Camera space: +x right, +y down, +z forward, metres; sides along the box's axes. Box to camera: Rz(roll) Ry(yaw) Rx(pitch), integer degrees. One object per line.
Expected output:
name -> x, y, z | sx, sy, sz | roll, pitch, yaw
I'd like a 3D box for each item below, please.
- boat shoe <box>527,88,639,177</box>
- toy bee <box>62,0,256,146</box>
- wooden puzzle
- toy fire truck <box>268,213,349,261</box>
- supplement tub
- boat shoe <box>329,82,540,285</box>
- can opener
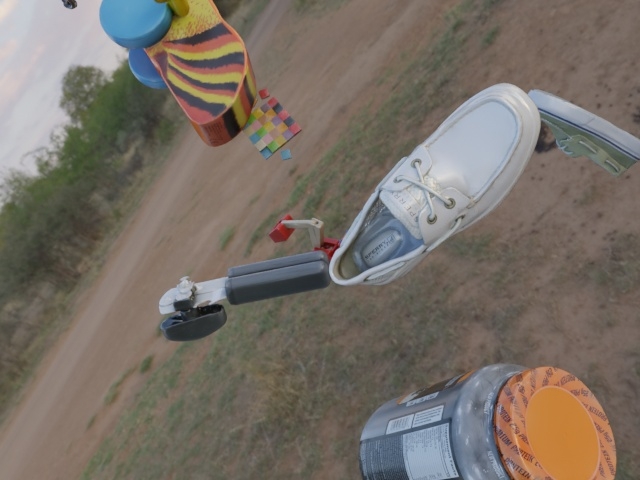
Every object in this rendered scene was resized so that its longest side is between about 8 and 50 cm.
boat shoe -> 0.540, -0.214, 1.175 | 0.094, 0.302, 0.109 | -62, 17, 22
toy bee -> -0.153, -0.249, 0.590 | 0.162, 0.298, 0.195 | -43, 6, -7
wooden puzzle -> -0.054, -0.120, 0.603 | 0.049, 0.083, 0.006 | -39, -11, 0
toy fire truck -> 0.000, 0.000, 1.119 | 0.192, 0.135, 0.047 | -15, 31, 48
supplement tub -> 0.201, 0.276, 0.747 | 0.316, 0.194, 0.193 | -43, 20, 54
boat shoe -> 0.104, -0.037, 0.581 | 0.096, 0.098, 0.277 | -19, -27, -50
can opener -> -0.118, 0.081, 0.897 | 0.280, 0.093, 0.074 | -16, 26, 5
